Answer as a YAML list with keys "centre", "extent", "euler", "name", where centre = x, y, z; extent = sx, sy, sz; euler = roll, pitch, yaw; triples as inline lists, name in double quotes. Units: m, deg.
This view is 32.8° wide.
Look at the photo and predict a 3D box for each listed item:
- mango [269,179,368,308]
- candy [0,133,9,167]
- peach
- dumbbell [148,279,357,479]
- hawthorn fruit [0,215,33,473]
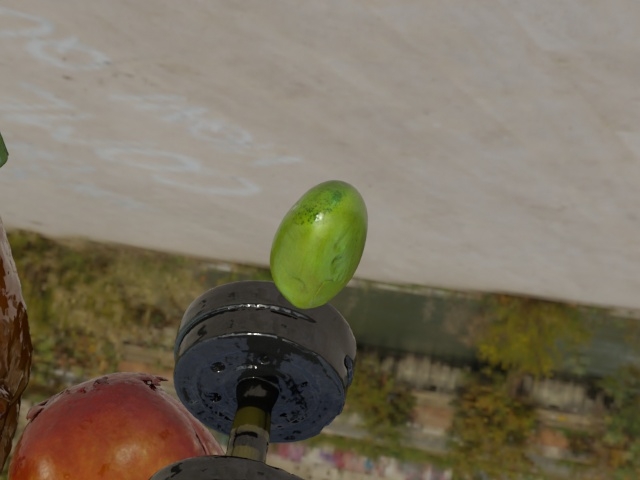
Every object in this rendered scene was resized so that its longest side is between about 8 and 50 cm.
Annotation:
- centre: [0.000, 0.000, 0.721]
  extent: [0.056, 0.073, 0.108]
  euler: [39, 152, 13]
  name: "mango"
- centre: [-0.426, -0.063, 1.150]
  extent: [0.097, 0.194, 0.062]
  euler: [6, 127, 18]
  name: "candy"
- centre: [-0.298, 0.372, 1.641]
  extent: [0.370, 0.370, 0.370]
  euler: [10, 169, 2]
  name: "peach"
- centre: [-0.067, 0.192, 1.001]
  extent: [0.185, 0.388, 0.185]
  euler: [4, 132, 4]
  name: "dumbbell"
- centre: [-0.338, 0.018, 0.471]
  extent: [0.472, 0.472, 0.472]
  euler: [10, 169, 2]
  name: "hawthorn fruit"
